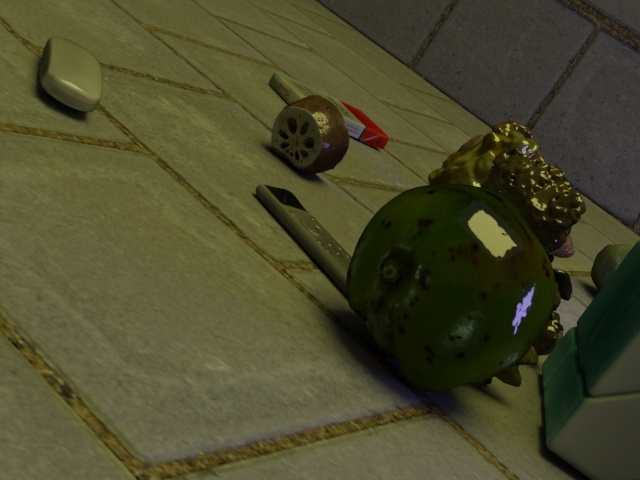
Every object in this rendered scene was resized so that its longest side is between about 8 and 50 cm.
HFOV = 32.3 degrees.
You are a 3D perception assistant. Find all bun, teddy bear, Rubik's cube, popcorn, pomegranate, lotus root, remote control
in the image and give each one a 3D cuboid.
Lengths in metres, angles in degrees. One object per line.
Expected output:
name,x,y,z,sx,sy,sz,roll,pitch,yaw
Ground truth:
bun,0.650,0.098,2.251,0.212,0.126,0.204,31,-11,-29
teddy bear,0.272,-0.001,1.578,0.156,0.256,0.267,14,24,-39
Rubik's cube,0.488,0.171,1.353,0.319,0.322,0.316,35,17,2
popcorn,0.293,-0.072,1.862,0.212,0.259,0.259,53,12,-12
pomegranate,0.167,0.067,1.264,0.302,0.236,0.236,35,10,-45
lotus root,-0.017,-0.170,1.765,0.122,0.112,0.081,41,25,23
remote control,0.000,0.000,1.442,0.067,0.029,0.261,17,22,-45

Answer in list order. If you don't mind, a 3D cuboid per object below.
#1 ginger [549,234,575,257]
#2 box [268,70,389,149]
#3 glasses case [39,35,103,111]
ginger,0.407,-0.034,2.187,0.190,0.126,0.354,51,24,20
box,0.019,-0.265,2.263,0.245,0.035,0.139,20,20,-40
glasses case,-0.320,-0.215,1.419,0.076,0.049,0.197,26,17,-24
